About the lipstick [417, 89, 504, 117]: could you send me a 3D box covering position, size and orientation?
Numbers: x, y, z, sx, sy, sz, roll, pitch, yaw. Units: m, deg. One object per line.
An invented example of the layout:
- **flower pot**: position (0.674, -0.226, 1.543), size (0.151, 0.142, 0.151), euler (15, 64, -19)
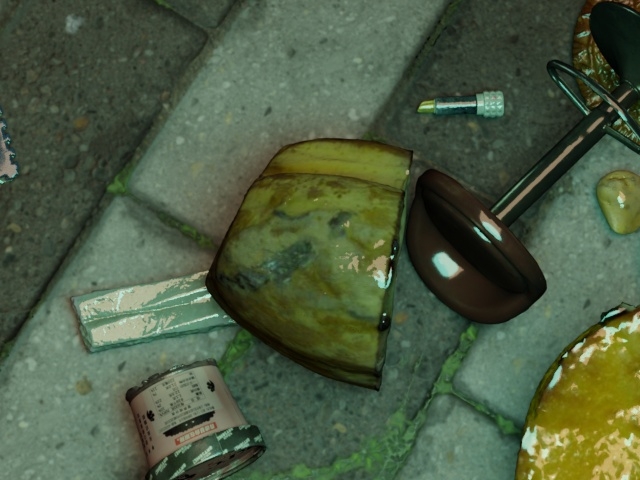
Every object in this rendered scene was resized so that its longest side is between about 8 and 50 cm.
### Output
- **lipstick**: position (0.189, -0.184, 1.769), size (0.116, 0.037, 0.037), euler (-1, 79, 1)

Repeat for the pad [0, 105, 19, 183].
- **pad**: position (-0.559, -0.169, 1.726), size (0.269, 0.012, 0.269), euler (-19, 81, -7)

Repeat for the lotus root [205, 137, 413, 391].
- **lotus root**: position (0.000, 0.000, 1.584), size (0.250, 0.316, 0.316), euler (18, 78, 2)

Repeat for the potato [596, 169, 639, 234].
- **potato**: position (0.404, -0.051, 1.746), size (0.068, 0.062, 0.083), euler (-3, 101, 11)

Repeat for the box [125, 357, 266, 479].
- **box**: position (-0.161, 0.228, 1.610), size (0.151, 0.151, 0.135), euler (-23, 74, -8)

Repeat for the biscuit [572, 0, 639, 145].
- **biscuit**: position (0.495, -0.256, 1.798), size (0.305, 0.038, 0.305), euler (1, 79, -4)

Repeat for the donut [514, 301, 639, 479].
- **donut**: position (0.456, 0.251, 1.605), size (0.435, 0.163, 0.377), euler (11, 93, 1)

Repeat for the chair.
- **chair**: position (0.285, -0.084, 1.640), size (0.401, 0.226, 0.226), euler (-44, 85, -4)

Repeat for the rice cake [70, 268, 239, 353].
- **rice cake**: position (-0.205, 0.088, 1.684), size (0.226, 0.040, 0.085), euler (-11, 81, -6)
